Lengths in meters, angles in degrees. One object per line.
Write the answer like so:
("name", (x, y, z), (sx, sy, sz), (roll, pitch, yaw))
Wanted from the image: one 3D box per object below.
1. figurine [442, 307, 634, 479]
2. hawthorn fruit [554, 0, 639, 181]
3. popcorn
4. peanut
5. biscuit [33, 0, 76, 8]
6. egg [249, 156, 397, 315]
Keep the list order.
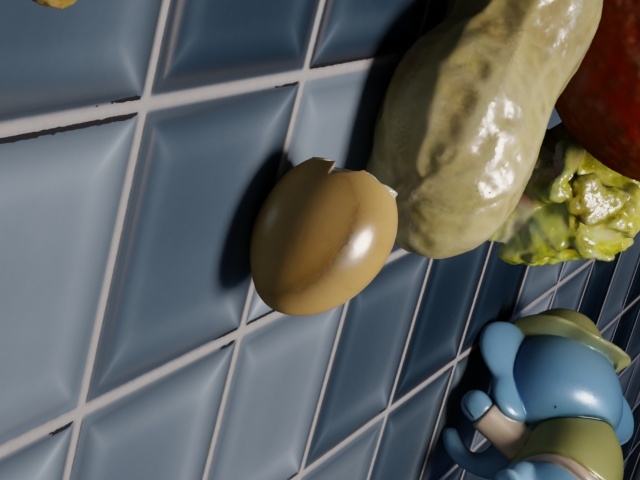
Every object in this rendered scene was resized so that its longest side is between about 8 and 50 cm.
("figurine", (0.223, 0.178, 1.386), (0.262, 0.180, 0.154), (-58, 165, -46))
("hawthorn fruit", (0.314, -0.168, 1.078), (0.284, 0.284, 0.284), (-50, 153, -38))
("popcorn", (0.198, -0.039, 1.162), (0.126, 0.145, 0.126), (-36, 135, -44))
("peanut", (0.110, -0.120, 0.933), (0.125, 0.111, 0.274), (42, 67, -51))
("biscuit", (-0.094, -0.164, 0.491), (0.240, 0.035, 0.158), (-8, 120, -65))
("egg", (0.000, 0.000, 0.810), (0.096, 0.080, 0.080), (-64, 159, -19))
